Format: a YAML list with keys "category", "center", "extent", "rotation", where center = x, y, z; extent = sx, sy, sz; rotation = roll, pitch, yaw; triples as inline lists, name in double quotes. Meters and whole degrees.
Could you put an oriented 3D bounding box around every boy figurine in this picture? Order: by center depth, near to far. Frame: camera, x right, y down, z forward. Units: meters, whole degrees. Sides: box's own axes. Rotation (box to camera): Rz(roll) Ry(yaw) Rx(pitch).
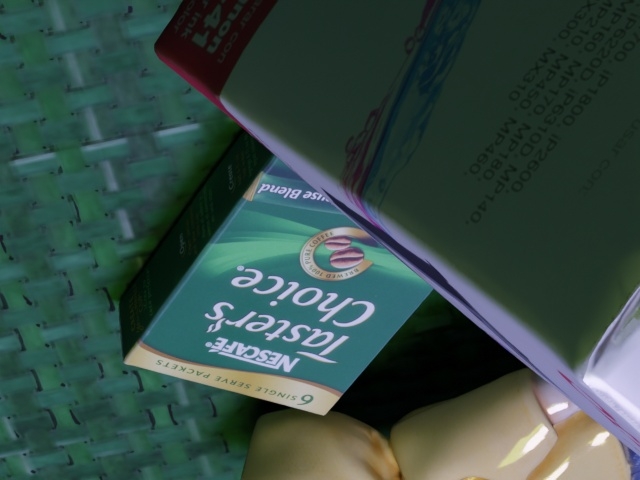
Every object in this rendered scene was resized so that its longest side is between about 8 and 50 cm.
- category: "boy figurine"
  center: [0.101, 0.101, 0.913]
  extent: [0.285, 0.092, 0.177]
  rotation: [-15, 156, 9]

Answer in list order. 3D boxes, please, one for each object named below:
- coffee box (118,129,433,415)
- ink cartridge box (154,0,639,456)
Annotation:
- category: "coffee box"
  center: [0.000, 0.000, 0.822]
  extent: [0.113, 0.040, 0.184]
  rotation: [18, 130, -28]
- category: "ink cartridge box"
  center: [0.106, -0.010, 0.616]
  extent: [0.226, 0.306, 0.131]
  rotation: [39, 92, -32]
